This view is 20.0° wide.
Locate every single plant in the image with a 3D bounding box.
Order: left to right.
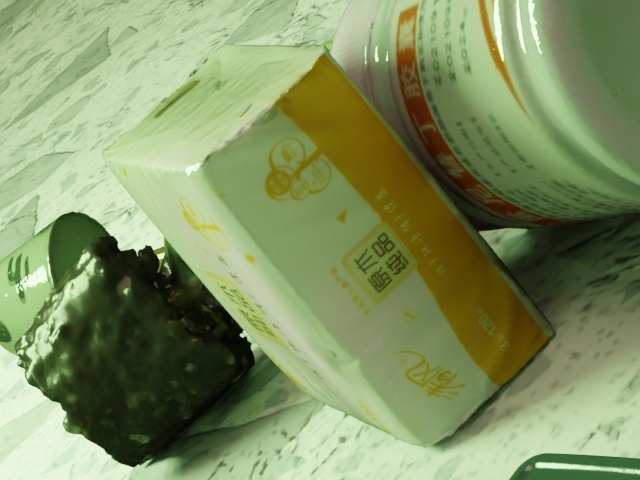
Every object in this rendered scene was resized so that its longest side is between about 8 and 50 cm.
[{"bbox_3d":[-0.079,0.028,1.266,0.274,0.146,0.149,-39,6,7],"label":"plant"}]

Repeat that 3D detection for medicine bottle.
[{"bbox_3d":[0.146,-0.110,1.057,0.202,0.202,0.316,-45,10,-16],"label":"medicine bottle"}]

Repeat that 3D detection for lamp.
[{"bbox_3d":[-0.174,0.028,1.501,0.215,0.121,0.121,-18,28,26],"label":"lamp"}]

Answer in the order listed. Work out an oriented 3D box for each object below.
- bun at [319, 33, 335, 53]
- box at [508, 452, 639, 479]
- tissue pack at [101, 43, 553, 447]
[{"bbox_3d":[0.060,-0.100,1.381,0.221,0.108,0.221,-35,28,22],"label":"bun"},{"bbox_3d":[0.124,0.142,0.867,0.091,0.031,0.126,-49,24,-25],"label":"box"},{"bbox_3d":[0.000,0.000,1.099,0.124,0.225,0.185,-44,20,-12],"label":"tissue pack"}]
